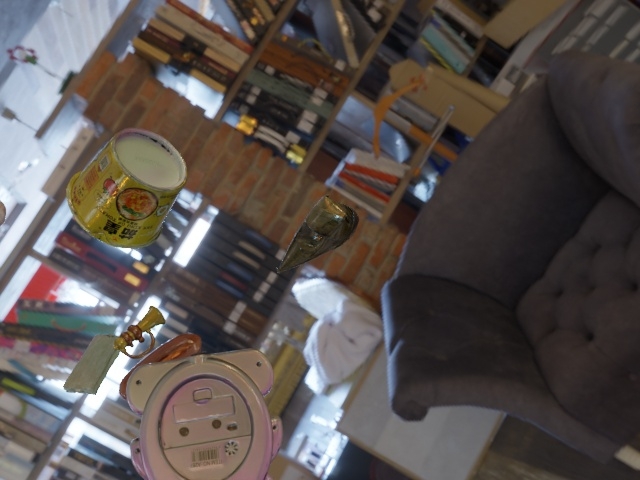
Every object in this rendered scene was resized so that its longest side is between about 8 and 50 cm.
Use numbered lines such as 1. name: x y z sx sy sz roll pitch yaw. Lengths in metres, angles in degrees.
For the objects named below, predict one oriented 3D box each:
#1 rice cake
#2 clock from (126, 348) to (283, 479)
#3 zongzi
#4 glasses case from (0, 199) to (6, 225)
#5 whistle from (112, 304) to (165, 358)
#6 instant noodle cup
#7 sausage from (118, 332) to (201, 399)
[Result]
1. rice cake: -0.696 0.379 2.137 0.038 0.124 0.211 72 -154 -44
2. clock: -0.170 0.295 1.037 0.090 0.228 0.247 108 153 -70
3. zongzi: 0.000 0.000 1.862 0.242 0.112 0.221 -52 -17 10
4. glasses case: -0.860 -0.024 1.586 0.297 0.113 0.075 -28 49 11
5. whistle: -0.340 0.180 1.302 0.046 0.057 0.109 -3 35 46
6. instant noodle cup: -0.574 -0.171 2.114 0.254 0.325 0.325 -43 16 34
7. sausage: -0.327 0.258 1.412 0.194 0.077 0.077 -36 -2 -25
